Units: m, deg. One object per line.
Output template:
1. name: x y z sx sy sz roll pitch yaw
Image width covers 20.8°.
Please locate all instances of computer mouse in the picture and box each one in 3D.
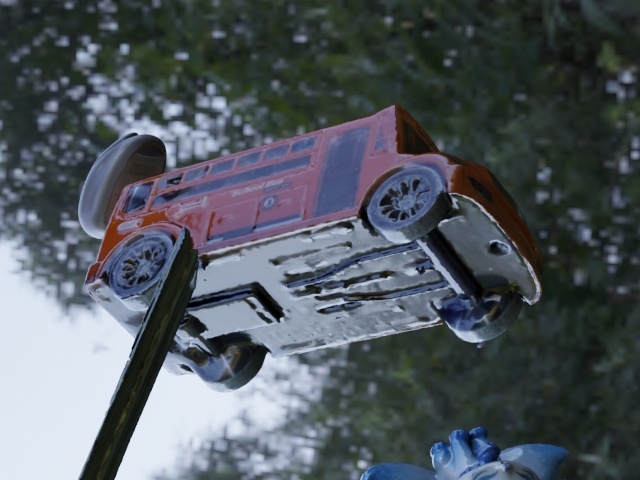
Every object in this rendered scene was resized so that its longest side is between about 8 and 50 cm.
1. computer mouse: -0.163 -0.047 1.402 0.066 0.039 0.096 5 -68 -60

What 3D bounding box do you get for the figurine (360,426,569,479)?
1. figurine: 0.074 0.134 0.739 0.114 0.114 0.079 -39 -19 -49

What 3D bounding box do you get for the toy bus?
1. toy bus: 0.000 0.000 1.285 0.143 0.329 0.153 50 -142 -39

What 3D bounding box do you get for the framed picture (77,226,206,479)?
1. framed picture: -0.123 0.141 0.941 0.232 0.019 0.296 132 161 -84
